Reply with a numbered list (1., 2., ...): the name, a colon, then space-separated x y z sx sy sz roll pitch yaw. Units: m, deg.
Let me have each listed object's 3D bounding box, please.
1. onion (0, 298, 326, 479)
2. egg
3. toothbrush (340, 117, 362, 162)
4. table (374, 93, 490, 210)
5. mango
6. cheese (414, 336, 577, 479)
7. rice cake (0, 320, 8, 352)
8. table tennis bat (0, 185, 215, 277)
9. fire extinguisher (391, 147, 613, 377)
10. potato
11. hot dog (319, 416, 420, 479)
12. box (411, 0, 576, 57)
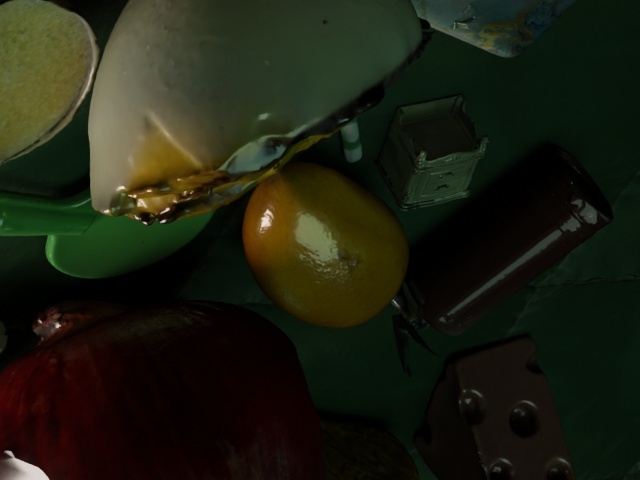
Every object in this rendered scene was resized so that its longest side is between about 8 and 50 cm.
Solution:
1. onion: -0.174 0.211 1.761 0.341 0.341 0.341 -20 149 -13
2. egg: -0.076 -0.145 1.432 0.286 0.264 0.174 -33 105 -1
3. toothbrush: 0.019 -0.139 1.684 0.018 0.024 0.257 -23 151 -7
4. table: 0.105 -0.082 1.798 0.079 0.062 0.083 -13 147 -24
5. mango: 0.000 0.000 1.803 0.145 0.112 0.219 -31 138 6
6. cheese: 0.193 0.232 2.314 0.128 0.203 0.177 -17 180 -25
7. rice cake: -0.396 0.147 1.770 0.127 0.043 0.237 10 134 -48
8. table tennis bat: -0.197 -0.020 1.683 0.257 0.039 0.160 3 139 -49
9. fire extinguisher: 0.170 0.026 1.974 0.269 0.105 0.105 -38 148 18
10. potato: -0.253 -0.136 1.417 0.164 0.081 0.200 -31 154 -11
11. hot dog: -0.036 0.322 2.151 0.185 0.223 0.405 -40 147 27
12. box: 0.127 -0.235 1.602 0.142 0.044 0.285 -47 146 22
